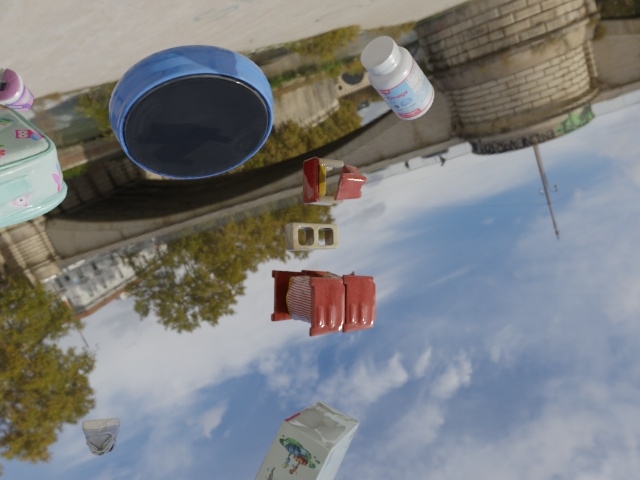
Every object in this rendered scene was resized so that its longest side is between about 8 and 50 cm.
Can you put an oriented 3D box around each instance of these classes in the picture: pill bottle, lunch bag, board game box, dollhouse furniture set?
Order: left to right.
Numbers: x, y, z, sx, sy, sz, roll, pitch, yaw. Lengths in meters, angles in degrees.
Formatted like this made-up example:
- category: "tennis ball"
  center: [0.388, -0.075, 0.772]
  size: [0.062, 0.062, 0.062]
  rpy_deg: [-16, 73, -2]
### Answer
- category: "lunch bag"
  center: [-0.511, -0.080, 0.691]
  size: [0.224, 0.107, 0.279]
  rpy_deg: [33, -134, 27]
- category: "board game box"
  center: [-0.056, 0.449, 0.891]
  size: [0.098, 0.303, 0.224]
  rpy_deg: [24, 179, 19]
- category: "dollhouse furniture set"
  center: [0.000, 0.000, 1.101]
  size: [0.152, 0.374, 0.201]
  rpy_deg: [1, 178, -28]
- category: "pill bottle"
  center: [0.143, -0.301, 0.957]
  size: [0.087, 0.160, 0.087]
  rpy_deg: [-16, -119, 31]

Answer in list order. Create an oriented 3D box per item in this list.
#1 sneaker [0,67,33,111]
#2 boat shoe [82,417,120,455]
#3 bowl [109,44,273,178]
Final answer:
- category: "sneaker"
  center: [-0.757, -0.334, 1.159]
  size: [0.237, 0.095, 0.104]
  rpy_deg: [9, 173, 6]
- category: "boat shoe"
  center: [-0.417, 0.375, 0.979]
  size: [0.066, 0.063, 0.184]
  rpy_deg: [2, 155, -22]
- category: "bowl"
  center: [-0.300, -0.289, 1.248]
  size: [0.391, 0.077, 0.391]
  rpy_deg: [-15, 152, -8]
